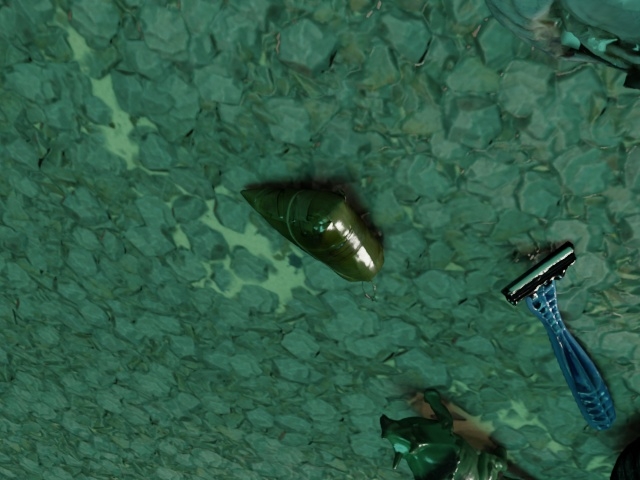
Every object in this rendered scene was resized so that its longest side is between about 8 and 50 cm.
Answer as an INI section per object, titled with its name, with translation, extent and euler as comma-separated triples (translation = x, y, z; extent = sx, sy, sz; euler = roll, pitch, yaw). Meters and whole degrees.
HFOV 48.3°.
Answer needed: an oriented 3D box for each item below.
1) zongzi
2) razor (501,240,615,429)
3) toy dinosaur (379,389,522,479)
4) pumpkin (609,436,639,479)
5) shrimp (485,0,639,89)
[zongzi]
translation = 0.000, 0.000, 0.734
extent = 0.130, 0.062, 0.154
euler = 11, 154, 40
[razor]
translation = 0.256, 0.110, 0.731
extent = 0.082, 0.042, 0.253
euler = -37, 120, -4
[toy dinosaur]
translation = 0.179, 0.268, 0.884
extent = 0.291, 0.120, 0.079
euler = 22, 128, -34
[pumpkin]
translation = 0.411, 0.280, 0.759
extent = 0.194, 0.150, 0.194
euler = 1, 149, 0
[shrimp]
translation = 0.265, -0.145, 0.431
extent = 0.342, 0.117, 0.145
euler = 13, 145, 23
